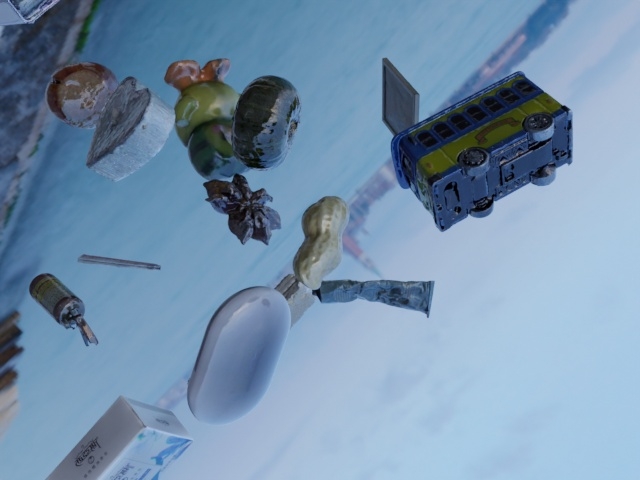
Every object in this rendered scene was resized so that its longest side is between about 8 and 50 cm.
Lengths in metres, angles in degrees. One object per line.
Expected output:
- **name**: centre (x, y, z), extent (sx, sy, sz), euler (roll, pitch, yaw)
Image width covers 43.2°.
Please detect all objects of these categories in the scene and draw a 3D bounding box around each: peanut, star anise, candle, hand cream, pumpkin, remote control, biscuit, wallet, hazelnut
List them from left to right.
- **hazelnut**: centre (-0.494, -0.306, 1.683), extent (0.154, 0.143, 0.143), euler (-33, 179, -8)
- **wallet**: centre (-0.491, 0.056, 1.987), extent (0.103, 0.196, 0.020), euler (-165, -98, -79)
- **candle**: centre (-0.318, -0.178, 1.325), extent (0.168, 0.068, 0.192), euler (-54, -145, 7)
- **remote control**: centre (-0.172, 0.249, 1.730), extent (0.221, 0.103, 0.332), euler (4, 112, -48)
- **star anise**: centre (-0.172, -0.079, 1.909), extent (0.073, 0.212, 0.197), euler (-50, 167, 34)
- **biscuit**: centre (-0.185, 0.271, 2.238), extent (0.426, 0.078, 0.144), euler (-47, 153, -6)
- **pumpkin**: centre (-0.129, -0.272, 1.878), extent (0.223, 0.157, 0.224), euler (12, 90, -82)
- **peanut**: centre (0.000, 0.000, 1.346), extent (0.082, 0.082, 0.187), euler (-45, -153, 55)
- **hand cream**: centre (0.105, 0.112, 1.648), extent (0.052, 0.247, 0.075), euler (-81, 174, -47)

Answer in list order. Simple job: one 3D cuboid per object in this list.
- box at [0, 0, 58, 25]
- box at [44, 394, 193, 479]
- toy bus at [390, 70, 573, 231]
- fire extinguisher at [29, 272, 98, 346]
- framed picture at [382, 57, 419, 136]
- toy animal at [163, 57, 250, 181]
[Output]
- **box**: centre (-0.860, -0.707, 2.333), extent (0.190, 0.112, 0.369), euler (-47, -145, -17)
- **box**: centre (-0.453, 0.500, 1.821), extent (0.274, 0.116, 0.203), euler (-48, 147, 0)
- **toy bus**: centre (0.288, -0.159, 1.437), extent (0.287, 0.175, 0.138), euler (-28, 138, -8)
- **fire extinguisher**: centre (-0.581, 0.161, 1.868), extent (0.252, 0.106, 0.075), euler (26, -109, 44)
- **framed picture**: centre (0.200, -0.335, 2.047), extent (0.016, 0.184, 0.250), euler (-10, -144, -10)
- **toy animal**: centre (-0.288, -0.304, 2.134), extent (0.216, 0.338, 0.191), euler (-10, 159, -37)
